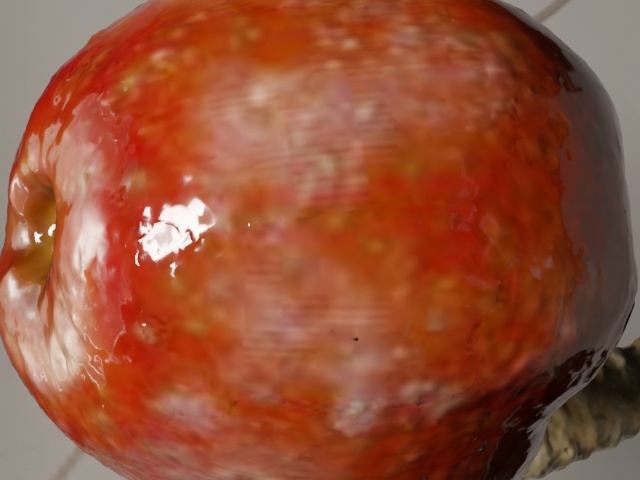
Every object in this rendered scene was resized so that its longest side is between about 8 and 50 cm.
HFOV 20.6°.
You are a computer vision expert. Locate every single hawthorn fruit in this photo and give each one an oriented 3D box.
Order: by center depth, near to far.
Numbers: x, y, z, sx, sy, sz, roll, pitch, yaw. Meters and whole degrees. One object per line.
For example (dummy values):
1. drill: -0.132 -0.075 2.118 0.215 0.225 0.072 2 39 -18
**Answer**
1. hawthorn fruit: 0.000 0.000 0.767 0.284 0.284 0.284 2 85 -18

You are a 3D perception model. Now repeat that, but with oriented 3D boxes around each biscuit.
1. biscuit: 0.143 0.100 1.009 0.219 0.061 0.055 -20 75 -11
